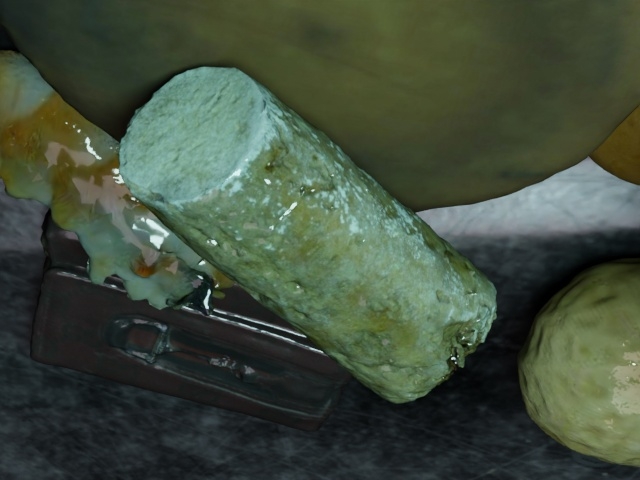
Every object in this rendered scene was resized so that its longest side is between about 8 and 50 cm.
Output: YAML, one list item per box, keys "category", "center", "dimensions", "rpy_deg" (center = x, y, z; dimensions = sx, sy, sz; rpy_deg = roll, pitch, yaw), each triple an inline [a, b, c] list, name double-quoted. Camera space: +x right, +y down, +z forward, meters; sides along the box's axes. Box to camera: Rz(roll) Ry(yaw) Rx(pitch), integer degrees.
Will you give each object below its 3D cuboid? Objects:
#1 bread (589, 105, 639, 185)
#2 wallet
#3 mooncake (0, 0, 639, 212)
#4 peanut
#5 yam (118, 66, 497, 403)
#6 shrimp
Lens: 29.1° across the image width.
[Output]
- category: "bread"
  center: [0.183, -0.091, 0.628]
  dimensions: [0.114, 0.077, 0.189]
  rpy_deg: [3, 141, 13]
- category: "wallet"
  center: [-0.087, 0.060, 0.859]
  dimensions: [0.229, 0.049, 0.182]
  rpy_deg: [15, 140, -5]
- category: "mooncake"
  center: [0.004, -0.148, 0.525]
  dimensions: [0.290, 0.161, 0.290]
  rpy_deg: [5, 141, 4]
- category: "peanut"
  center: [0.202, 0.081, 0.789]
  dimensions: [0.141, 0.109, 0.159]
  rpy_deg: [12, 140, -5]
- category: "yam"
  center: [0.000, 0.000, 0.529]
  dimensions: [0.078, 0.078, 0.179]
  rpy_deg: [-25, 130, 32]
- category: "shrimp"
  center: [-0.205, -0.023, 0.744]
  dimensions: [0.287, 0.068, 0.185]
  rpy_deg: [-12, 115, 10]
